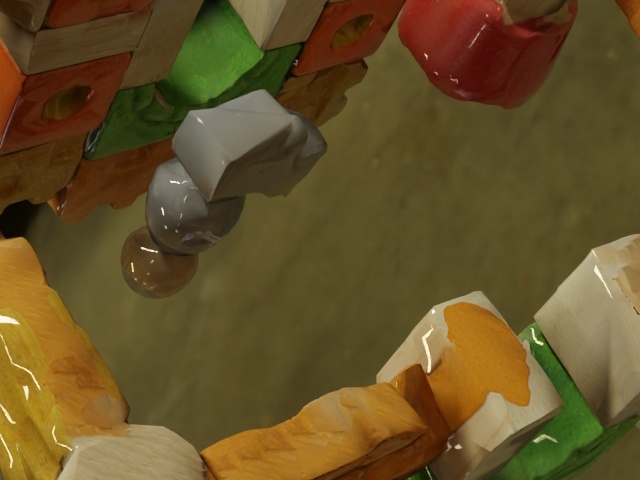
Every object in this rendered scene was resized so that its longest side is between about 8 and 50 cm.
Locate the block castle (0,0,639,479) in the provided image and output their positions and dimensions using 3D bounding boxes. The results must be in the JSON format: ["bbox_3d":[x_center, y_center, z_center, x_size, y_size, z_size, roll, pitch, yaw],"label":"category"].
[{"bbox_3d":[0.000,0.000,0.758,0.303,0.453,0.213,58,143,20],"label":"block castle"}]
